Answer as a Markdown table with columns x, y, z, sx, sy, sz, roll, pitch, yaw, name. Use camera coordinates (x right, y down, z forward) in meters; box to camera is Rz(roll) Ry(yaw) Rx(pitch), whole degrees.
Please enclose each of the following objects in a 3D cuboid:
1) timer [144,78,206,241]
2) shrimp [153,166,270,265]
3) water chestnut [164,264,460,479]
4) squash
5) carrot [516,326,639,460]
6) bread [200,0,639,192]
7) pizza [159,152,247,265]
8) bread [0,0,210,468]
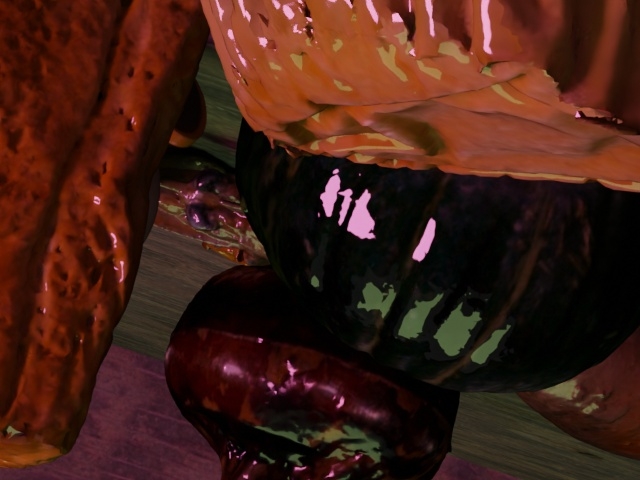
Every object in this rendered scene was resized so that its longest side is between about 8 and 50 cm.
| x | y | z | sx | sy | sz | roll | pitch | yaw | name |
| --- | --- | --- | --- | --- | --- | --- | --- | --- | --- |
| -0.218 | -0.050 | 1.145 | 0.233 | 0.240 | 0.233 | 42 | -159 | -20 | timer |
| 0.000 | 0.000 | 1.490 | 0.317 | 0.077 | 0.168 | 19 | 173 | -20 | shrimp |
| -0.017 | 0.165 | 1.836 | 0.300 | 0.300 | 0.300 | 18 | 170 | 3 | water chestnut |
| 0.064 | -0.028 | 0.911 | 0.218 | 0.218 | 0.172 | 17 | 128 | 7 | squash |
| 0.261 | 0.105 | 1.414 | 0.301 | 0.139 | 0.138 | 23 | 169 | -25 | carrot |
| 0.063 | -0.092 | 0.656 | 0.240 | 0.139 | 0.240 | 9 | 172 | 1 | bread |
| -0.099 | -0.022 | 1.583 | 0.161 | 0.062 | 0.182 | 23 | 168 | -29 | pizza |
| -0.153 | -0.054 | 0.849 | 0.166 | 0.294 | 0.132 | 19 | 165 | -18 | bread |
